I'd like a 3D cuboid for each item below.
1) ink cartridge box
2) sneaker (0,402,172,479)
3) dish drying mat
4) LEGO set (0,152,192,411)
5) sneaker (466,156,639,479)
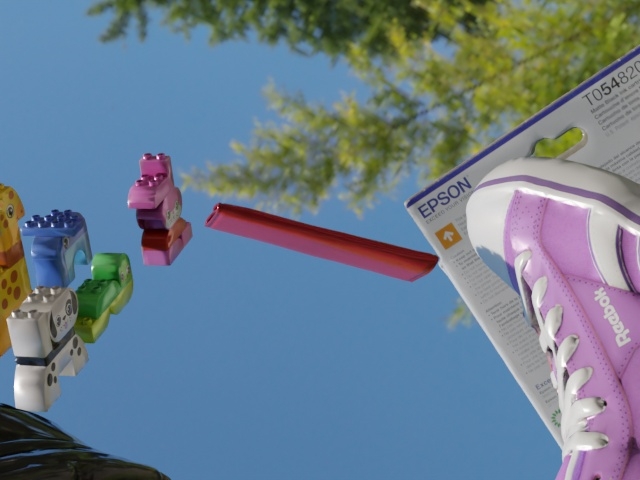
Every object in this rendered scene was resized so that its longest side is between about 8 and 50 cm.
[{"bbox_3d":[0.211,0.005,0.892,0.224,0.223,0.045,58,-169,3],"label":"ink cartridge box"},{"bbox_3d":[-0.184,0.094,0.341,0.286,0.109,0.130,6,-169,-38],"label":"sneaker"},{"bbox_3d":[0.000,0.000,0.453,0.083,0.032,0.008,15,-103,-11],"label":"dish drying mat"},{"bbox_3d":[-0.161,0.002,0.745,0.087,0.093,0.227,1,-155,15],"label":"LEGO set"},{"bbox_3d":[0.132,0.065,0.590,0.161,0.102,0.282,-37,-138,-14],"label":"sneaker"}]
